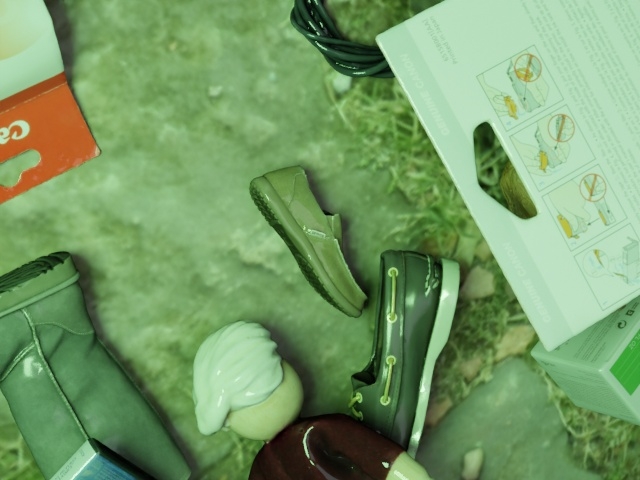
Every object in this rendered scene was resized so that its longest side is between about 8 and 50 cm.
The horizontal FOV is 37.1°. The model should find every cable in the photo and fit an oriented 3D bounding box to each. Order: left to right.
[{"bbox_3d":[0.057,-0.216,0.804,0.184,0.047,0.151,-22,102,-21],"label":"cable"}]

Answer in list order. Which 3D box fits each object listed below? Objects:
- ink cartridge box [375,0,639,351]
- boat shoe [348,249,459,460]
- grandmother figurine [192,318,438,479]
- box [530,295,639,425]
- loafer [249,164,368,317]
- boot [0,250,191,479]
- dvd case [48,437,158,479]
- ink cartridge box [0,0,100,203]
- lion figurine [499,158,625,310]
[{"bbox_3d":[0.203,-0.088,0.739,0.239,0.060,0.275,-29,92,-7],"label":"ink cartridge box"},{"bbox_3d":[0.060,0.120,0.818,0.068,0.081,0.228,13,95,-2],"label":"boat shoe"},{"bbox_3d":[0.017,0.210,0.757,0.342,0.208,0.104,52,29,-2],"label":"grandmother figurine"},{"bbox_3d":[0.279,0.104,0.899,0.101,0.102,0.087,-49,113,-15],"label":"box"},{"bbox_3d":[0.000,0.000,0.789,0.050,0.056,0.148,-38,108,-11],"label":"loafer"},{"bbox_3d":[-0.215,0.135,0.702,0.189,0.076,0.208,-25,111,-19],"label":"boot"},{"bbox_3d":[-0.194,0.278,0.693,0.253,0.022,0.180,-47,131,-6],"label":"dvd case"},{"bbox_3d":[-0.246,-0.104,0.658,0.145,0.045,0.179,-30,117,-20],"label":"ink cartridge box"},{"bbox_3d":[0.265,-0.137,0.846,0.240,0.142,0.392,36,86,-8],"label":"lion figurine"}]
